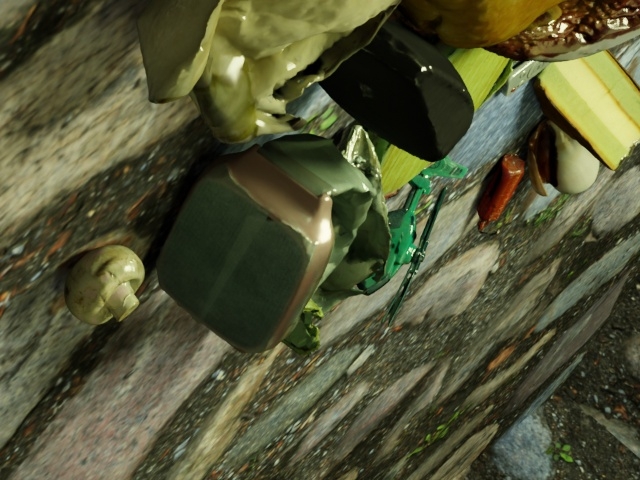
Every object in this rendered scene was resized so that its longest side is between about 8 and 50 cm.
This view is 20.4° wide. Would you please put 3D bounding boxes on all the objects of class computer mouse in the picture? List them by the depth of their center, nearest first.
[{"bbox_3d":[0.068,-0.172,1.706,0.087,0.168,0.295,-53,163,-8],"label":"computer mouse"}]

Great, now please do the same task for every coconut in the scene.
[{"bbox_3d":[-0.056,0.075,2.030,0.158,0.133,0.055,97,15,-72],"label":"coconut"}]

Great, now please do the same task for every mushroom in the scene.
[{"bbox_3d":[-0.201,0.044,1.672,0.083,0.067,0.083,-43,170,-10],"label":"mushroom"}]

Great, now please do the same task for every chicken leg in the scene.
[{"bbox_3d":[0.245,-0.246,1.921,0.407,0.096,0.158,-11,161,-26],"label":"chicken leg"}]

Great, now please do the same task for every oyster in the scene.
[{"bbox_3d":[0.001,0.003,2.051,0.199,0.087,0.252,-20,137,6],"label":"oyster"}]

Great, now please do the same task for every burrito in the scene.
[{"bbox_3d":[-0.013,-0.234,1.409,0.332,0.135,0.190,-49,155,13],"label":"burrito"}]

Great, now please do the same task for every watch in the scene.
[{"bbox_3d":[-0.036,-0.003,1.843,0.241,0.162,0.253,-34,160,-53],"label":"watch"}]

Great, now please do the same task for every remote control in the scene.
[{"bbox_3d":[0.308,-0.258,2.363,0.184,0.027,0.050,-38,160,-17],"label":"remote control"}]

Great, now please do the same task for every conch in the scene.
[{"bbox_3d":[0.362,-0.123,2.682,0.104,0.094,0.176,-11,166,16],"label":"conch"}]

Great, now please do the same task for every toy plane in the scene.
[{"bbox_3d":[0.100,-0.013,2.268,0.235,0.096,0.060,-66,167,-5],"label":"toy plane"}]

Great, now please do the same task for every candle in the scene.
[{"bbox_3d":[0.267,-0.064,2.648,0.053,0.048,0.162,-57,173,-40],"label":"candle"}]

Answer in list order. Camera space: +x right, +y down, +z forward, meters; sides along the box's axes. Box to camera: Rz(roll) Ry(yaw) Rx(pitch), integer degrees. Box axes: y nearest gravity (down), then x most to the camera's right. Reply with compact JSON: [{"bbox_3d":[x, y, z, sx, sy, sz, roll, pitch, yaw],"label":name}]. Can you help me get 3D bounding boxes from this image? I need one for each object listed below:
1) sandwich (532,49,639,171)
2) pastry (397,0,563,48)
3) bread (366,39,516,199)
[{"bbox_3d":[0.391,-0.200,2.491,0.117,0.144,0.187,-51,164,-1],"label":"sandwich"},{"bbox_3d":[0.199,-0.335,1.674,0.356,0.164,0.356,-41,162,-16],"label":"pastry"},{"bbox_3d":[0.145,-0.172,2.108,0.301,0.045,0.301,-44,165,-15],"label":"bread"}]
